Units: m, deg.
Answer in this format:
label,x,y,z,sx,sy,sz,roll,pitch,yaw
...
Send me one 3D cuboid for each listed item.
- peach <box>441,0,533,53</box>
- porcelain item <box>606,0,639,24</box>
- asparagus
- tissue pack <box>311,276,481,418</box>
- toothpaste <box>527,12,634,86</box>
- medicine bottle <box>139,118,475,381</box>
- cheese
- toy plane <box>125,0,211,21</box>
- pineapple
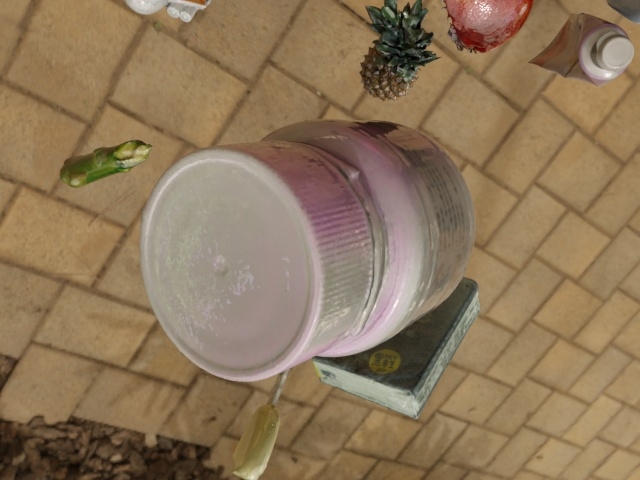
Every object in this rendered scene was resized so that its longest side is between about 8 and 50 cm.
label,x,y,z,sx,sy,sz,roll,pitch,yaw
peach,0.132,-0.194,0.483,0.098,0.061,0.098,-2,93,-51
porcelain item,0.487,-0.261,0.573,0.405,0.178,0.242,7,100,-11
asparagus,-0.537,-0.186,1.543,0.085,0.343,0.082,-16,98,-51
tissue pack,0.132,0.154,1.046,0.257,0.185,0.081,-49,139,-37
toothpaste,0.282,-0.214,0.689,0.048,0.301,0.075,13,111,4
medicine bottle,0.000,0.000,0.673,0.325,0.256,0.256,-18,134,-56
cheese,-0.108,0.354,1.262,0.050,0.255,0.127,28,151,-10
toy plane,-0.344,-0.592,1.364,0.245,0.117,0.244,10,74,-37
pineapple,0.098,-0.252,0.860,0.083,0.221,0.103,-24,89,-4
